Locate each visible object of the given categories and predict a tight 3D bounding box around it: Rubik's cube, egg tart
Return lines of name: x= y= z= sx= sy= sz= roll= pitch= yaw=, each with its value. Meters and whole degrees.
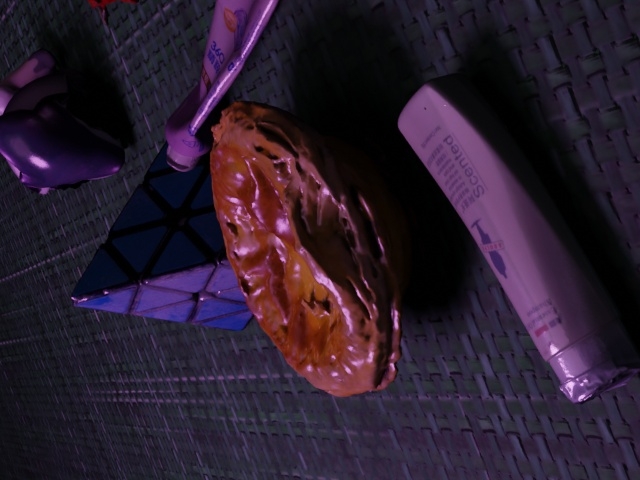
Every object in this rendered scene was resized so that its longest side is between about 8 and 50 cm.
Rubik's cube: x=-0.142 y=0.045 z=1.169 sx=0.211 sy=0.178 sz=0.190 roll=41 pitch=147 yaw=45
egg tart: x=0.000 y=0.000 z=0.934 sx=0.241 sy=0.106 sz=0.241 roll=47 pitch=151 yaw=37

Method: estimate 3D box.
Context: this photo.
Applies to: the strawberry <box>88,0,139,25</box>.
strawberry: x=-0.192 y=-0.307 z=1.034 sx=0.174 sy=0.098 sz=0.228 roll=51 pitch=163 yaw=23

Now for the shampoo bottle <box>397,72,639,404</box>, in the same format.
shampoo bottle: x=0.120 y=-0.003 z=0.760 sx=0.212 sy=0.049 sz=0.072 roll=60 pitch=149 yaw=15

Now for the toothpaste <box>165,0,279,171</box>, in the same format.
toothpaste: x=-0.084 y=-0.154 z=1.040 sx=0.075 sy=0.048 sz=0.301 roll=68 pitch=152 yaw=26

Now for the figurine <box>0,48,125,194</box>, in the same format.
figurine: x=-0.302 y=-0.126 z=1.388 sx=0.222 sy=0.145 sz=0.145 roll=33 pitch=138 yaw=52
